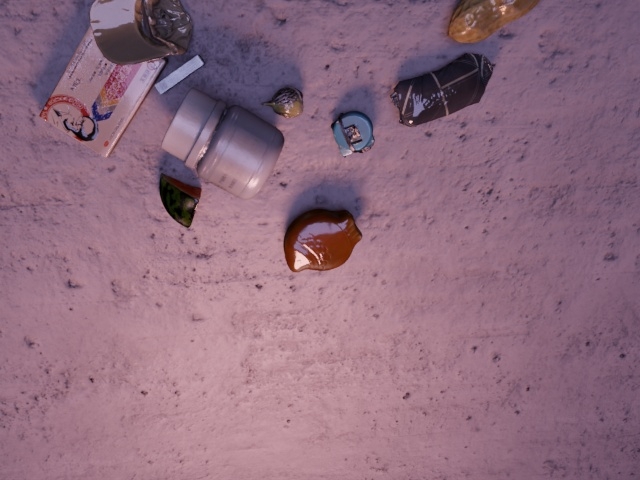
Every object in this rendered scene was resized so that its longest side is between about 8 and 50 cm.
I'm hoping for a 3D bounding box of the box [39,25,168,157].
[{"bbox_3d":[-0.638,-0.449,1.455,0.214,0.069,0.353,34,105,-19],"label":"box"}]

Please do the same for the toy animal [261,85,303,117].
[{"bbox_3d":[-0.113,-0.432,1.514,0.137,0.098,0.098,12,110,-32],"label":"toy animal"}]

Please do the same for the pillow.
[{"bbox_3d":[0.391,-0.479,1.569,0.335,0.092,0.161,-22,109,0],"label":"pillow"}]

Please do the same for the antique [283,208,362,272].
[{"bbox_3d":[0.000,0.000,1.684,0.278,0.129,0.223,-33,112,6],"label":"antique"}]

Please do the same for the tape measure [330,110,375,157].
[{"bbox_3d":[0.108,-0.348,1.586,0.125,0.081,0.146,-19,111,19],"label":"tape measure"}]

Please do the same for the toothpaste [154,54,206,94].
[{"bbox_3d":[-0.421,-0.496,1.473,0.164,0.046,0.034,-33,110,6],"label":"toothpaste"}]

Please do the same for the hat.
[{"bbox_3d":[-0.494,-0.598,1.378,0.244,0.149,0.214,-14,100,7],"label":"hat"}]

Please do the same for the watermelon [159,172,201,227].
[{"bbox_3d":[-0.463,-0.134,1.581,0.145,0.137,0.193,22,149,-17],"label":"watermelon"}]

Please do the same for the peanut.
[{"bbox_3d":[0.523,-0.703,1.472,0.313,0.152,0.152,-28,113,6],"label":"peanut"}]

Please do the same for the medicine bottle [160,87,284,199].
[{"bbox_3d":[-0.289,-0.288,1.467,0.306,0.245,0.245,28,105,-18],"label":"medicine bottle"}]
